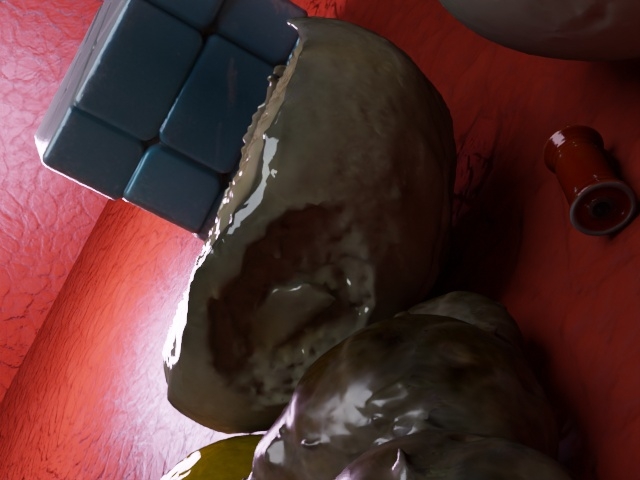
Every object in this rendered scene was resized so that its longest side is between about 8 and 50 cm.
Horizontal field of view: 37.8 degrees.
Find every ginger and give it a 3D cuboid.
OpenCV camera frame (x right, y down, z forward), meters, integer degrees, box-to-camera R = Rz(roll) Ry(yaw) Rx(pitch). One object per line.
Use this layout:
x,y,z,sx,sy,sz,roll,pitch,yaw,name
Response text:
0.056,0.156,0.538,0.256,0.176,0.375,-19,29,18,ginger

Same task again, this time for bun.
0.004,-0.001,0.810,0.364,0.202,0.364,-159,90,-81,bun

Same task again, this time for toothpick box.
0.190,-0.045,0.664,0.047,0.047,0.083,-50,25,29,toothpick box

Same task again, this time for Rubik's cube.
-0.174,-0.188,1.269,0.321,0.316,0.319,-61,22,1,Rubik's cube

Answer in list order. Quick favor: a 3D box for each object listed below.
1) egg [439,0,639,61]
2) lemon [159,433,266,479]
0.189,-0.256,0.595,0.345,0.283,0.283,-31,37,67,egg
-0.051,0.244,0.684,0.187,0.187,0.244,-49,11,32,lemon
